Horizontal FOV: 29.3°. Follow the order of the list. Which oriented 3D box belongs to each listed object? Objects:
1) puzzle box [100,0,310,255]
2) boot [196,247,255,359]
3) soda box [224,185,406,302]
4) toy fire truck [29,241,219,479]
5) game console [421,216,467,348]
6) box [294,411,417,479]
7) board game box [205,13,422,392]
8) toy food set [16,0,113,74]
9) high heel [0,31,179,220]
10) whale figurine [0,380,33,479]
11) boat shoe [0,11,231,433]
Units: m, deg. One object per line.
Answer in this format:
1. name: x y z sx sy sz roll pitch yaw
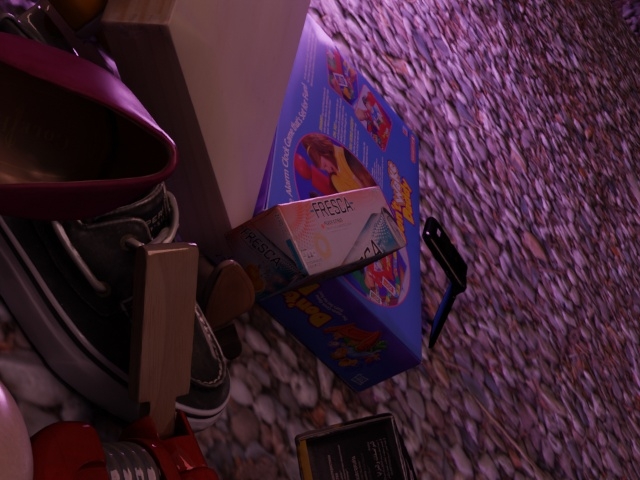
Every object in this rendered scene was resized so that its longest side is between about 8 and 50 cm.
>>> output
1. puzzle box: -0.067 -0.227 1.005 0.272 0.052 0.408 77 21 -53
2. boot: -0.087 0.035 0.958 0.042 0.118 0.087 -15 47 -21
3. soda box: 0.000 0.000 1.010 0.183 0.058 0.063 -15 79 -60
4. toy fire truck: -0.120 0.136 0.751 0.217 0.158 0.246 13 44 -56
5. game console: 0.120 0.042 1.319 0.107 0.071 0.122 56 11 -5
6. box: 0.066 0.318 0.855 0.257 0.079 0.322 66 10 -58
7. board game box: 0.004 -0.055 1.221 0.233 0.078 0.347 45 31 -30
8. toy food set: -0.176 -0.145 0.935 0.104 0.111 0.232 53 -4 -16
9. high heel: -0.257 -0.085 0.598 0.377 0.181 0.127 5 92 -41
10. whale figurine: -0.265 0.082 0.590 0.272 0.141 0.216 44 19 24
11. boat shoe: -0.156 -0.003 0.840 0.335 0.119 0.121 51 28 -18
